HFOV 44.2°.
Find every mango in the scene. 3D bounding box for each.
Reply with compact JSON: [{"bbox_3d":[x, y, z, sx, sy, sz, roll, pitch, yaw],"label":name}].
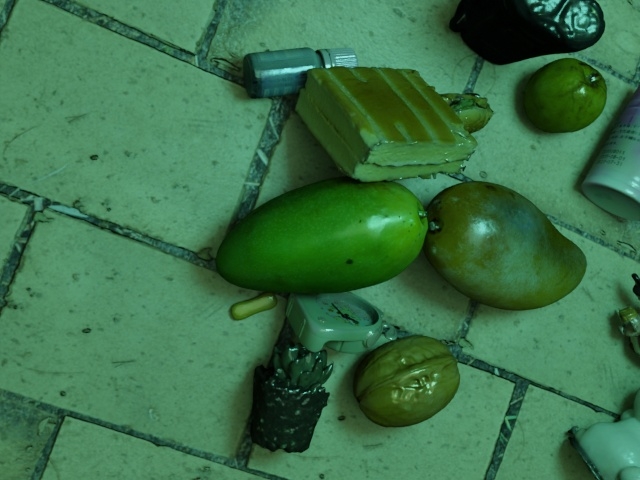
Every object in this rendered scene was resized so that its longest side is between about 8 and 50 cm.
[{"bbox_3d":[0.000,0.000,1.382,0.382,0.225,0.201,-15,91,5],"label":"mango"},{"bbox_3d":[0.344,0.015,1.475,0.384,0.199,0.221,15,65,-29],"label":"mango"}]

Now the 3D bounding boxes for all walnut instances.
[{"bbox_3d":[0.160,0.258,1.458,0.207,0.159,0.159,-19,96,-9],"label":"walnut"}]

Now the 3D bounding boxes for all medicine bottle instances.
[{"bbox_3d":[-0.034,-0.308,1.429,0.203,0.083,0.083,-9,93,-14],"label":"medicine bottle"},{"bbox_3d":[0.651,-0.182,1.580,0.152,0.152,0.254,34,83,-13],"label":"medicine bottle"}]

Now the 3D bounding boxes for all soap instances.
[{"bbox_3d":[-0.122,0.120,1.450,0.089,0.012,0.034,-19,95,-14],"label":"soap"}]

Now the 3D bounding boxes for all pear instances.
[{"bbox_3d":[0.477,-0.283,1.531,0.149,0.162,0.148,4,80,-21],"label":"pear"}]

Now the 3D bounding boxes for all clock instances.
[{"bbox_3d":[0.041,0.147,1.429,0.191,0.151,0.062,8,114,-25],"label":"clock"}]

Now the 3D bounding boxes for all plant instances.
[{"bbox_3d":[-0.057,0.273,1.411,0.129,0.132,0.194,14,90,-18],"label":"plant"}]

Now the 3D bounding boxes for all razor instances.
[{"bbox_3d":[0.363,-0.398,1.412,0.189,0.327,0.107,31,90,-13],"label":"razor"}]

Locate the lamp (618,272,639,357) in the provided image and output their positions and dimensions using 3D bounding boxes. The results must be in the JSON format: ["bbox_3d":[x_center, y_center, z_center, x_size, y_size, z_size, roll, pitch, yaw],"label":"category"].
[{"bbox_3d":[0.682,0.188,1.612,0.118,0.118,0.253,-47,107,-10],"label":"lamp"}]

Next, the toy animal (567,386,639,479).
[{"bbox_3d":[0.667,0.381,1.557,0.310,0.247,0.182,-34,71,9],"label":"toy animal"}]

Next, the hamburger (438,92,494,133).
[{"bbox_3d":[0.257,-0.237,1.501,0.176,0.102,0.087,0,103,-15],"label":"hamburger"}]

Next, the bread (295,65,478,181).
[{"bbox_3d":[0.117,-0.204,1.377,0.239,0.246,0.111,-6,135,-28],"label":"bread"}]
